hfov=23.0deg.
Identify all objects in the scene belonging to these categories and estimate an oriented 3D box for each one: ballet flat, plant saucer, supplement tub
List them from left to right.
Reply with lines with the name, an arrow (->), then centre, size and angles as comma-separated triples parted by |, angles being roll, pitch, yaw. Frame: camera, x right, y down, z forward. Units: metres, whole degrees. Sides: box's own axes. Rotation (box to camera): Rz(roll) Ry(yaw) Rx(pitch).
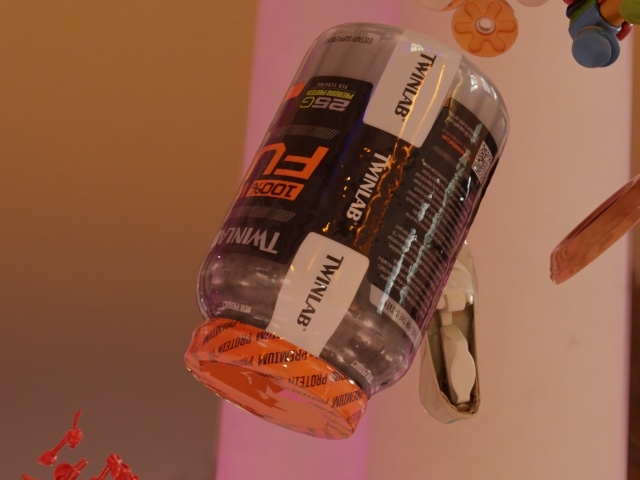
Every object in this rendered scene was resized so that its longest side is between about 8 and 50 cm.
supplement tub -> 0.021, -0.008, 1.407 | 0.207, 0.338, 0.207 | 21, -21, 9
ballet flat -> 0.155, 0.096, 1.860 | 0.086, 0.248, 0.086 | -5, 5, 0
plant saucer -> 0.365, -0.021, 2.019 | 0.037, 0.200, 0.200 | 49, -16, 2

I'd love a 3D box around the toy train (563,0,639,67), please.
toy train -> 0.422, -0.336, 2.057 | 0.105, 0.143, 0.248 | 38, -54, -14

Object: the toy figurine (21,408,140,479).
toy figurine -> -0.218, 0.404, 2.028 | 0.217, 0.191, 0.362 | 27, 10, -43

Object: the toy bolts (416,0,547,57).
toy bolts -> 0.253, -0.348, 2.269 | 0.228, 0.158, 0.218 | -14, -62, 24
